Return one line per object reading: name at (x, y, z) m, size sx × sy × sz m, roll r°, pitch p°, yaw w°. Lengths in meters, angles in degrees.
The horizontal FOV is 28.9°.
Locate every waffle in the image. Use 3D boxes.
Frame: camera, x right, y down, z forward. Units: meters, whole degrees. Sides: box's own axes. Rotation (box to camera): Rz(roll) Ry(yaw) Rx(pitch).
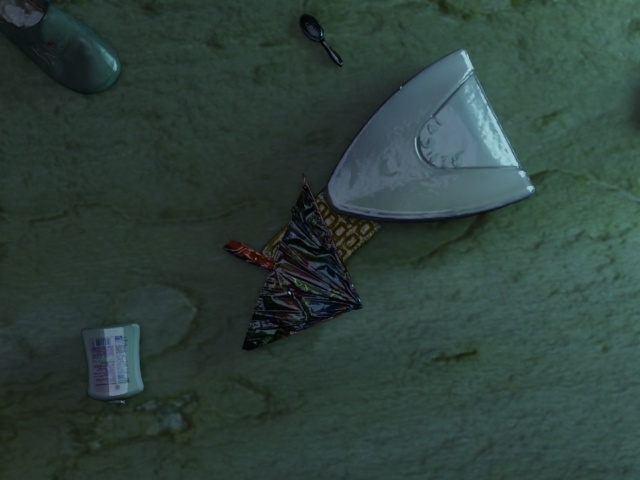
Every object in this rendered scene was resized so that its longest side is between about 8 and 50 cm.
waffle at (0.000, 0.000, 1.558) m, size 0.092 × 0.021 × 0.135 m, roll 44°, pitch 88°, yaw 2°

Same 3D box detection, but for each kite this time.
kite at (-0.031, 0.038, 1.540) m, size 0.189 × 0.009 × 0.232 m, roll 23°, pitch 87°, yaw 3°

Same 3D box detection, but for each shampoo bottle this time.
shampoo bottle at (-0.256, 0.154, 1.537) m, size 0.072 × 0.043 × 0.099 m, roll -6°, pitch 87°, yaw 0°

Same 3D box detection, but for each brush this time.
brush at (0.002, -0.254, 1.580) m, size 0.024 × 0.008 × 0.083 m, roll -37°, pitch 87°, yaw -5°

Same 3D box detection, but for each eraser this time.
eraser at (0.116, -0.100, 1.545) m, size 0.243 × 0.059 × 0.204 m, roll -25°, pitch 87°, yaw -5°

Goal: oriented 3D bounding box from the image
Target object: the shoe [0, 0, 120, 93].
shoe at (-0.341, -0.258, 1.546) m, size 0.195 × 0.078 × 0.079 m, roll 38°, pitch 87°, yaw 6°
